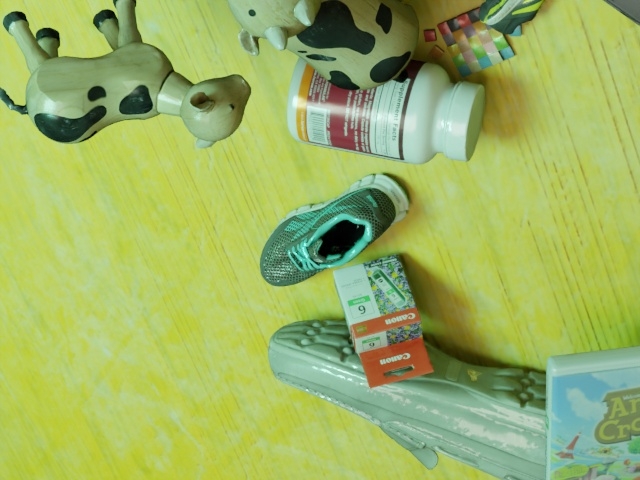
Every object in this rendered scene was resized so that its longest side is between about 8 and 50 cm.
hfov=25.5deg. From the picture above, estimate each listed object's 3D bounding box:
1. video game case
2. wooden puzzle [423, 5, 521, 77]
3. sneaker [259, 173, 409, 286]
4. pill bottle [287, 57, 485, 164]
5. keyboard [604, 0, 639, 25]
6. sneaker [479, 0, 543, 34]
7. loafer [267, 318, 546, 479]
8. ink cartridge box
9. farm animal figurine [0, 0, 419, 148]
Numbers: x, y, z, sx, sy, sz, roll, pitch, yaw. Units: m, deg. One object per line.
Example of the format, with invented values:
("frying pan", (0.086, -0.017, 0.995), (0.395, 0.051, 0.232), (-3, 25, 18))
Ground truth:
("video game case", (0.299, 0.173, 1.220), (0.212, 0.023, 0.193), (-6, 118, -4))
("wooden puzzle", (0.127, -0.164, 1.163), (0.083, 0.006, 0.049), (-20, 109, 30))
("sneaker", (0.000, 0.000, 1.266), (0.166, 0.076, 0.065), (-34, 101, 34))
("pill bottle", (0.055, -0.110, 1.175), (0.152, 0.086, 0.086), (12, 122, 15))
("keyboard", (0.238, -0.231, 1.067), (0.180, 0.023, 0.108), (35, 118, 0))
("sneaker", (0.165, -0.196, 1.119), (0.083, 0.031, 0.035), (-35, 137, 21))
("loafer", (0.100, 0.158, 1.295), (0.319, 0.112, 0.111), (17, 115, 12))
("ink cartridge box", (0.056, 0.070, 1.252), (0.062, 0.115, 0.029), (-15, 143, -4))
("farm animal figurine", (-0.045, -0.176, 1.037), (0.330, 0.326, 0.172), (-48, 53, 34))
